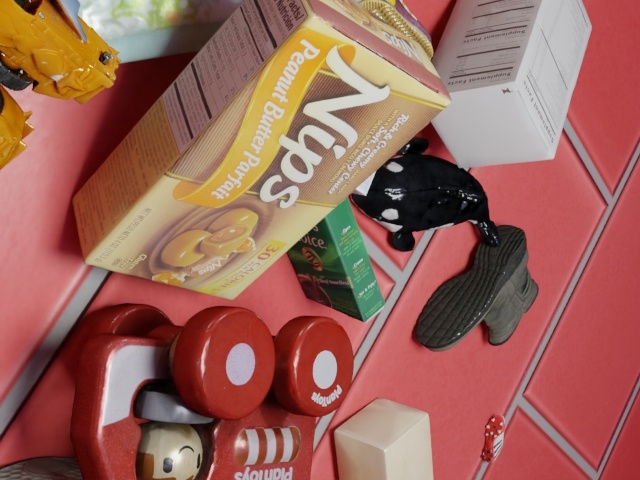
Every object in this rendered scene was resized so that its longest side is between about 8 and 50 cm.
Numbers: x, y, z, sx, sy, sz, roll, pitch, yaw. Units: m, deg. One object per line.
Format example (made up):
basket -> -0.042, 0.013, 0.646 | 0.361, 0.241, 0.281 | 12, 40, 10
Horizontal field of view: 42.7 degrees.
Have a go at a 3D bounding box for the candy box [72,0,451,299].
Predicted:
candy box -> -0.060, -0.080, 0.746 | 0.183, 0.087, 0.316 | 19, 128, -45

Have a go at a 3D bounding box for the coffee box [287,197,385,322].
coffee box -> 0.000, 0.000, 0.931 | 0.040, 0.113, 0.184 | -38, 125, -27

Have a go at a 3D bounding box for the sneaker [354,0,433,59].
sneaker -> 0.080, -0.267, 0.970 | 0.185, 0.070, 0.083 | 29, 43, -62

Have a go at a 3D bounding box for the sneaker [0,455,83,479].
sneaker -> -0.231, 0.296, 0.803 | 0.226, 0.086, 0.163 | 9, 91, -45

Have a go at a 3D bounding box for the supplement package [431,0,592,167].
supplement package -> 0.240, -0.230, 1.045 | 0.139, 0.134, 0.244 | 51, 51, -37

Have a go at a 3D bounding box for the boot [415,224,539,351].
boot -> 0.249, 0.109, 1.216 | 0.246, 0.083, 0.161 | -46, 133, -24

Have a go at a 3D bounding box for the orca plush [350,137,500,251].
orca plush -> 0.172, -0.042, 1.086 | 0.287, 0.102, 0.151 | 27, 81, -43

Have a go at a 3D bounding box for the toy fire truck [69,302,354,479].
toy fire truck -> -0.104, 0.193, 0.795 | 0.302, 0.169, 0.253 | 13, 78, -51

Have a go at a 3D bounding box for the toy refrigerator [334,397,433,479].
toy refrigerator -> 0.091, 0.362, 1.120 | 0.102, 0.094, 0.269 | -27, 118, -44

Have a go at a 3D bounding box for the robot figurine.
robot figurine -> -0.299, -0.184, 0.581 | 0.291, 0.211, 0.085 | 45, 25, -33

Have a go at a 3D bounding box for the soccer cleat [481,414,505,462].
soccer cleat -> 0.286, 0.322, 1.336 | 0.036, 0.029, 0.083 | 0, 103, -52

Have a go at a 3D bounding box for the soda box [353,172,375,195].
soda box -> -0.025, -0.126, 0.902 | 0.216, 0.074, 0.069 | 31, 79, -43

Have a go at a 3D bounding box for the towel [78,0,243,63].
towel -> -0.115, -0.334, 0.730 | 0.374, 0.090, 0.320 | -20, 122, -39
